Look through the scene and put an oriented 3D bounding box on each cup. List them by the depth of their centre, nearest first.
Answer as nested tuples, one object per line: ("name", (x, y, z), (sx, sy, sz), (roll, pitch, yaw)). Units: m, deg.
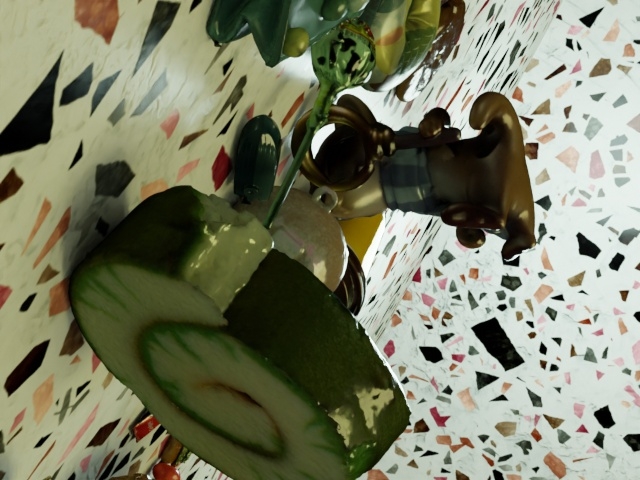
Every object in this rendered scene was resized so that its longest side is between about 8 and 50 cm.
("cup", (0.006, 0.016, 1.821), (0.279, 0.196, 0.196), (-55, 170, -54))

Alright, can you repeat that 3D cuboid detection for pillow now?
("pillow", (0.112, -0.322, 1.652), (0.233, 0.086, 0.214), (-34, 142, -58))

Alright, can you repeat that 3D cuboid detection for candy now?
("candy", (-0.013, -0.152, 1.440), (0.091, 0.083, 0.305), (38, 69, -36))

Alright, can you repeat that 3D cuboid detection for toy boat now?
("toy boat", (-0.079, -0.108, 1.437), (0.141, 0.055, 0.060), (104, -3, -52))

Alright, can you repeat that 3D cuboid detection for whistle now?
("whistle", (-0.088, 0.055, 1.579), (0.348, 0.189, 0.189), (-49, 172, 17))

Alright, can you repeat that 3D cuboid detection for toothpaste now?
("toothpaste", (-0.221, 0.235, 1.758), (0.193, 0.045, 0.071), (-47, 164, -23))

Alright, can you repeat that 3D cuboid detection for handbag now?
("handbag", (0.013, -0.321, 1.168), (0.269, 0.100, 0.274), (-41, 159, -54))

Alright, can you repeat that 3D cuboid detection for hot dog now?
("hot dog", (-0.233, 0.341, 1.964), (0.133, 0.041, 0.056), (-62, 167, 18))

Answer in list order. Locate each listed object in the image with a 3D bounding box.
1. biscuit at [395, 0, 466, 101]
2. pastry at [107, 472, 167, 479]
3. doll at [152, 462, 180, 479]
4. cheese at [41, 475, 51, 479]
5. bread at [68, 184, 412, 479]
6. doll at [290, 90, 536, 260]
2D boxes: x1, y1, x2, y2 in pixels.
("biscuit", (0.202, -0.341, 2.052), (0.212, 0.036, 0.212), (-54, 167, -18))
("pastry", (-0.264, 0.505, 1.640), (0.405, 0.292, 0.337), (-41, 142, -23))
("doll", (-0.338, 0.536, 1.908), (0.336, 0.105, 0.200), (-61, 172, -32))
("cheese", (-0.393, 0.360, 1.308), (0.250, 0.064, 0.156), (-52, 170, 18))
("bread", (-0.088, 0.111, 1.192), (0.129, 0.366, 0.382), (-50, 144, -33))
("doll", (0.143, -0.090, 1.661), (0.209, 0.340, 0.318), (-57, 143, -36))
